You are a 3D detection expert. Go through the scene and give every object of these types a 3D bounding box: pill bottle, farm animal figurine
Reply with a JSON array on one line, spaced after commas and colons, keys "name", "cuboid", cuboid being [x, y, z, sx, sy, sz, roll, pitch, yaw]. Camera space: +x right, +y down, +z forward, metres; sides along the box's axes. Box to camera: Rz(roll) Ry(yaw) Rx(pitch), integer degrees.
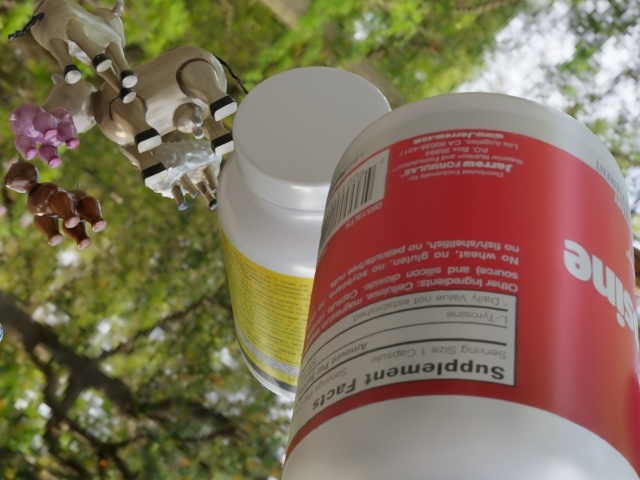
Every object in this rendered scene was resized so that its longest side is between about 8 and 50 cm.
[{"name": "pill bottle", "cuboid": [0.096, 0.111, 0.888, 0.229, 0.229, 0.407, -33, -147, 36]}, {"name": "farm animal figurine", "cuboid": [-0.242, -0.166, 1.589, 0.172, 0.327, 0.330, 55, -37, 29]}, {"name": "pill bottle", "cuboid": [0.000, 0.000, 1.295, 0.334, 0.188, 0.188, 86, 21, -53]}]

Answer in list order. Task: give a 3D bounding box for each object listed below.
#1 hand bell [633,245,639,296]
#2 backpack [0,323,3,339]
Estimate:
[{"name": "hand bell", "cuboid": [0.261, -0.009, 1.338, 0.242, 0.126, 0.126, 39, -90, 27]}, {"name": "backpack", "cuboid": [-0.414, 0.126, 1.500, 0.114, 0.105, 0.084, -61, -142, 35]}]
